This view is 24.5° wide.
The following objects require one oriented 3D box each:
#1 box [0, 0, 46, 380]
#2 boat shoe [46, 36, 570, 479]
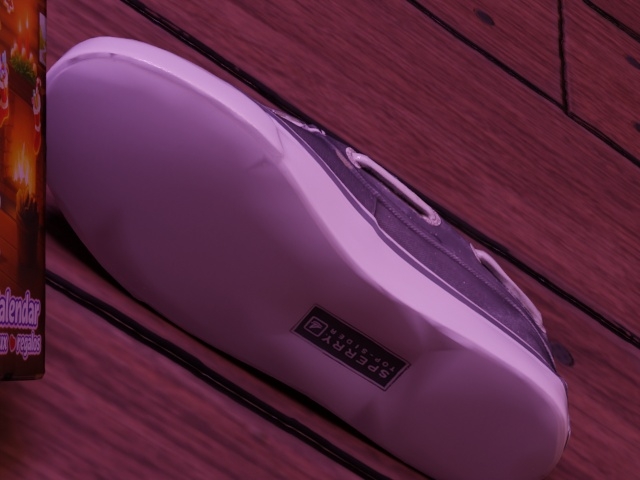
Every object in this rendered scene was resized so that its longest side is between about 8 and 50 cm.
[{"bbox_3d":[-0.149,-0.058,0.424,0.293,0.057,0.200,30,59,-81],"label":"box"},{"bbox_3d":[0.000,0.000,0.703,0.301,0.108,0.102,35,30,-15],"label":"boat shoe"}]
